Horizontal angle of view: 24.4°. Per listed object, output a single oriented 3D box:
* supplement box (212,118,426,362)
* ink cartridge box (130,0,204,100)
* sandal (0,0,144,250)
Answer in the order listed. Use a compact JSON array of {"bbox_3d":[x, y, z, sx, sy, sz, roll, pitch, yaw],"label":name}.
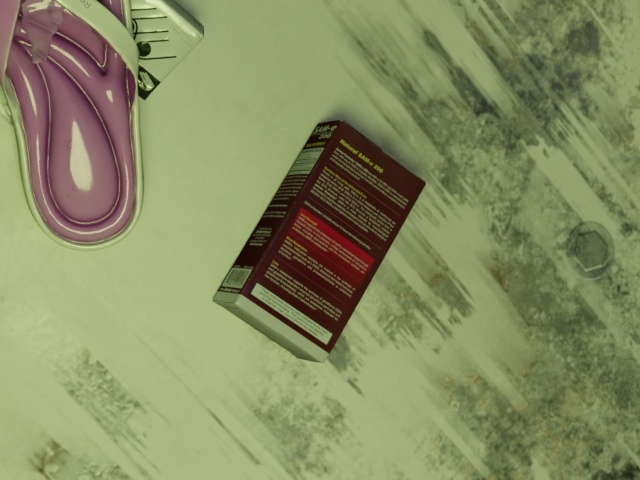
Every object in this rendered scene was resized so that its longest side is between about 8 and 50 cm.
[{"bbox_3d":[0.000,0.000,1.643,0.130,0.073,0.239,36,76,-21],"label":"supplement box"},{"bbox_3d":[-0.229,-0.249,1.531,0.207,0.046,0.097,40,105,-20],"label":"ink cartridge box"},{"bbox_3d":[-0.254,-0.183,1.462,0.169,0.102,0.416,-18,109,-8],"label":"sandal"}]
